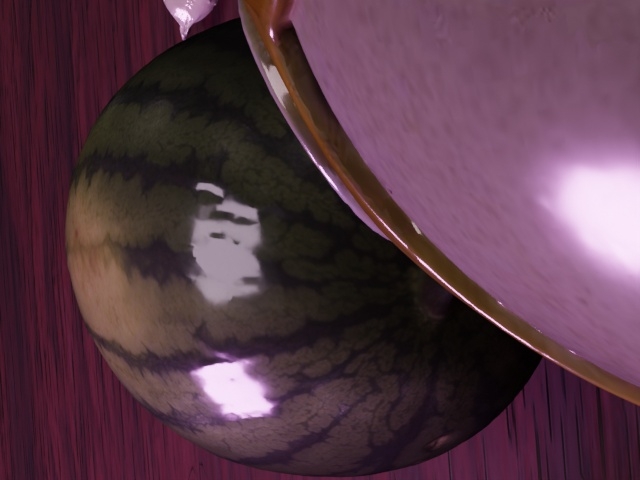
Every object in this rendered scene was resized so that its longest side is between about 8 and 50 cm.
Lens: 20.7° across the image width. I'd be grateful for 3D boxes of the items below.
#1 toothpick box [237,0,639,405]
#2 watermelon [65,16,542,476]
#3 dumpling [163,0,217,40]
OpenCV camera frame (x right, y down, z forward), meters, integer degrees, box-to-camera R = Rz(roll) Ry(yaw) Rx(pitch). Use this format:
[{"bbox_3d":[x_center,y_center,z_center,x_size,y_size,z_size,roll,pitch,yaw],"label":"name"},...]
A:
[{"bbox_3d":[0.164,-0.136,0.576,0.425,0.409,0.408,-155,65,-62],"label":"toothpick box"},{"bbox_3d":[0.000,0.000,1.026,0.359,0.279,0.278,15,107,62],"label":"watermelon"},{"bbox_3d":[-0.103,-0.208,1.433,0.052,0.057,0.076,-17,105,24],"label":"dumpling"}]
